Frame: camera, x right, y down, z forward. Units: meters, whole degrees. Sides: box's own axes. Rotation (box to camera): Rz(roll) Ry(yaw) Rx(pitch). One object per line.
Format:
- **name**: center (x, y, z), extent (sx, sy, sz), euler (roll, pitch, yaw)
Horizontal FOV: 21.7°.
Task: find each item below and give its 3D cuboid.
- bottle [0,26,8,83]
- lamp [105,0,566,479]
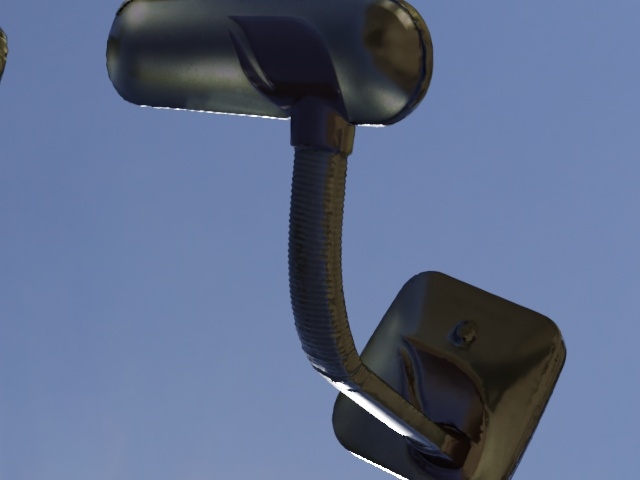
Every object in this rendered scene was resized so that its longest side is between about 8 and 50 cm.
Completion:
- **bottle**: center (-0.346, -0.136, 1.139), extent (0.260, 0.112, 0.112), euler (8, -121, -23)
- **lamp**: center (-0.005, 0.004, 0.856), extent (0.124, 0.203, 0.283), euler (-51, -42, -20)
